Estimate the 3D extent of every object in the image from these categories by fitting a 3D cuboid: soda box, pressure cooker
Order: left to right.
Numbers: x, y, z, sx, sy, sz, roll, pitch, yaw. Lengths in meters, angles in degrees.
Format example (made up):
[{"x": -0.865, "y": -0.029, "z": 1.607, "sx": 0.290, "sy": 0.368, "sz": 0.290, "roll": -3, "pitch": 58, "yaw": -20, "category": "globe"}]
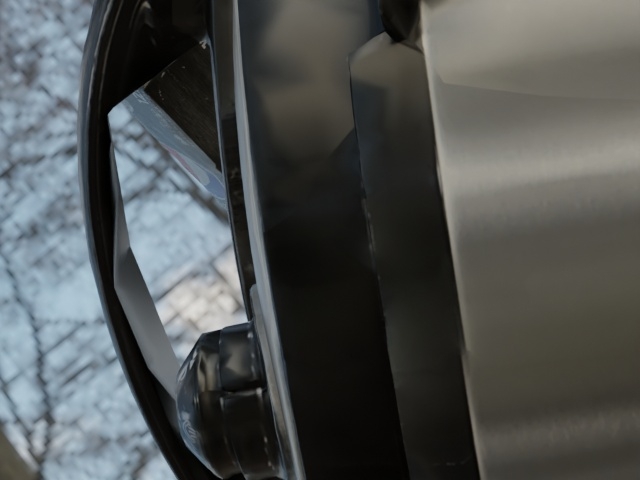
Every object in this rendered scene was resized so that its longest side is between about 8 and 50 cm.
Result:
[{"x": -0.046, "y": -0.058, "z": 1.032, "sx": 0.060, "sy": 0.053, "sz": 0.169, "roll": -54, "pitch": -49, "yaw": -12, "category": "soda box"}, {"x": 0.119, "y": -0.017, "z": 0.730, "sx": 0.420, "sy": 0.370, "sz": 0.375, "roll": -9, "pitch": -15, "yaw": 5, "category": "pressure cooker"}]
